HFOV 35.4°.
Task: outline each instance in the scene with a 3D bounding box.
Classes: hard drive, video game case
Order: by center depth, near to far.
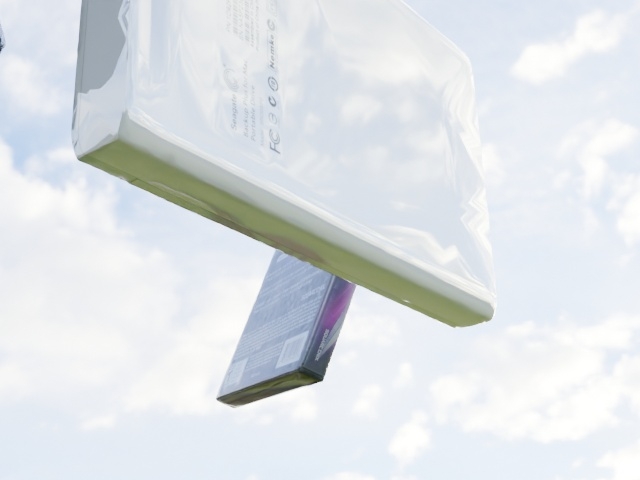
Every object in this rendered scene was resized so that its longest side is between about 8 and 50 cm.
[{"bbox_3d":[-0.001,-0.084,0.569,0.040,0.203,0.307,-19,-29,34],"label":"hard drive"},{"bbox_3d":[0.000,0.000,0.832,0.026,0.274,0.196,28,-24,-15],"label":"video game case"}]

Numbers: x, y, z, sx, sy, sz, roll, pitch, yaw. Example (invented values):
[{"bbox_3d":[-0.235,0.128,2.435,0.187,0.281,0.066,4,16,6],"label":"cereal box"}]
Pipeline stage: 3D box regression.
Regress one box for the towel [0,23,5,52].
[{"bbox_3d":[-0.205,-0.134,0.509,0.067,0.029,0.119,-29,-33,-19],"label":"towel"}]
